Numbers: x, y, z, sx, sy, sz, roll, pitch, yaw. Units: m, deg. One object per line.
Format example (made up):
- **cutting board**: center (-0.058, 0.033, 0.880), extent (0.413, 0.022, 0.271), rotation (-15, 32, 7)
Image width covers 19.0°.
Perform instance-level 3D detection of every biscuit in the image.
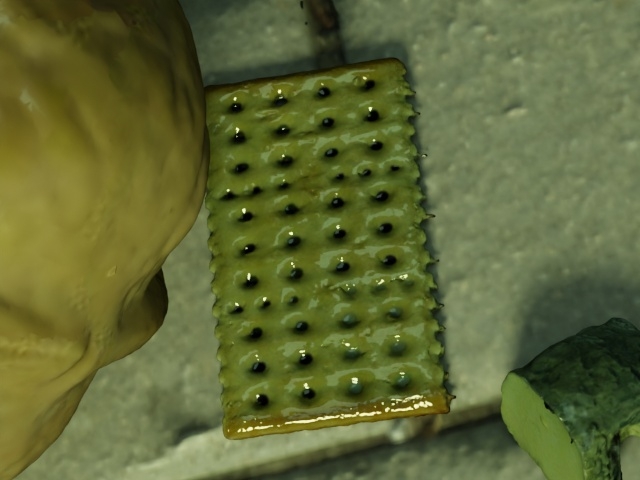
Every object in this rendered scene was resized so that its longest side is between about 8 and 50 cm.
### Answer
- **biscuit**: center (0.000, 0.000, 1.136), extent (0.139, 0.016, 0.231), rotation (-8, 65, 8)

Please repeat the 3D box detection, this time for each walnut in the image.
- **walnut**: center (-0.237, -0.050, 1.033), extent (0.381, 0.381, 0.381), rotation (-4, 66, 8)

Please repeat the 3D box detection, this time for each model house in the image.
- **model house**: center (0.154, 0.091, 1.052), extent (0.083, 0.066, 0.079), rotation (-26, 53, -21)
